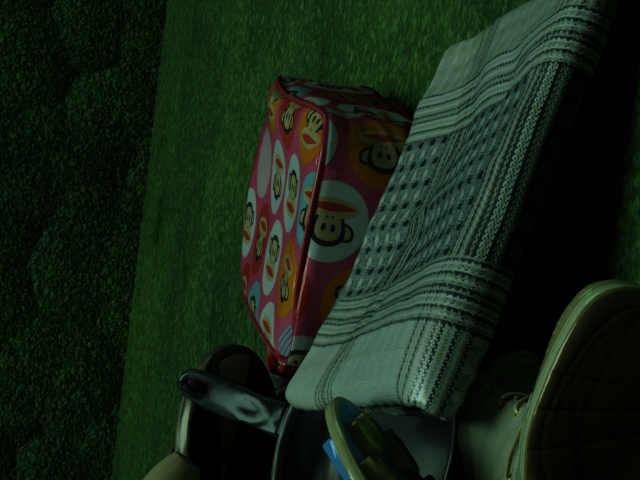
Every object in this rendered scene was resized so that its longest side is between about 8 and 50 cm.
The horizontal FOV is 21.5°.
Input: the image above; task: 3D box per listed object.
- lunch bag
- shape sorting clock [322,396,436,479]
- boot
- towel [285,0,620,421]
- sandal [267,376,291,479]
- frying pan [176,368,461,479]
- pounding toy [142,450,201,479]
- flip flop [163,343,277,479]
[{"bbox_3d":[0.000,0.000,1.459,0.293,0.120,0.258,-125,46,-72],"label":"lunch bag"},{"bbox_3d":[0.069,0.174,0.964,0.040,0.206,0.206,-35,20,2],"label":"shape sorting clock"},{"bbox_3d":[0.129,0.094,0.938,0.165,0.077,0.213,-107,23,-65],"label":"boot"},{"bbox_3d":[0.079,-0.027,1.117,0.312,0.056,0.324,-67,9,-11],"label":"towel"},{"bbox_3d":[-0.049,0.262,1.571,0.086,0.120,0.303,31,114,42],"label":"sandal"},{"bbox_3d":[-0.006,0.171,1.281,0.326,0.053,0.197,-19,57,47],"label":"frying pan"},{"bbox_3d":[-0.071,0.298,1.267,0.154,0.269,0.155,-43,17,2],"label":"pounding toy"},{"bbox_3d":[-0.101,0.224,1.482,0.080,0.112,0.277,18,111,41],"label":"flip flop"}]
